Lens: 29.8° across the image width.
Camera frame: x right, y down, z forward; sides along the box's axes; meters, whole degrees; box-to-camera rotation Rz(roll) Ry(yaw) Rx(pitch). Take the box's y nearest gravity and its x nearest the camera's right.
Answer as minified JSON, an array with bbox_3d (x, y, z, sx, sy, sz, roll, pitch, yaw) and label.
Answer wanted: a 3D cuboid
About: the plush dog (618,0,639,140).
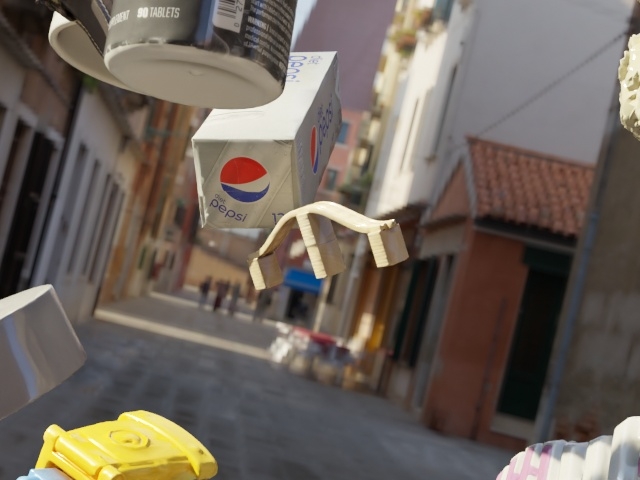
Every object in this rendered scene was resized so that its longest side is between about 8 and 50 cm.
[{"bbox_3d":[0.223,-0.208,0.643,0.210,0.262,0.225,41,24,-27],"label":"plush dog"}]

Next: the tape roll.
[{"bbox_3d":[-0.309,0.115,1.002,0.219,0.072,0.219,-24,7,3],"label":"tape roll"}]

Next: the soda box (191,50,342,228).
[{"bbox_3d":[-0.045,-0.107,1.190,0.098,0.091,0.286,0,24,10],"label":"soda box"}]

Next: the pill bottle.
[{"bbox_3d":[-0.072,-0.228,0.864,0.130,0.246,0.130,8,-11,2],"label":"pill bottle"}]

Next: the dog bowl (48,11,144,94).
[{"bbox_3d":[-0.187,-0.260,1.459,0.265,0.104,0.265,9,-12,2],"label":"dog bowl"}]

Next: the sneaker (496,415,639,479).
[{"bbox_3d":[0.198,0.176,0.776,0.104,0.095,0.236,40,-46,-16],"label":"sneaker"}]

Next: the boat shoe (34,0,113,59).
[{"bbox_3d":[-0.273,-0.284,1.257,0.092,0.285,0.103,-21,-20,-27],"label":"boat shoe"}]

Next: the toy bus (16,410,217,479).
[{"bbox_3d":[-0.231,0.290,1.181,0.149,0.220,0.211,25,12,36],"label":"toy bus"}]

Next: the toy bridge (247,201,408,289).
[{"bbox_3d":[0.000,0.000,1.022,0.026,0.063,0.188,-21,5,-40],"label":"toy bridge"}]
